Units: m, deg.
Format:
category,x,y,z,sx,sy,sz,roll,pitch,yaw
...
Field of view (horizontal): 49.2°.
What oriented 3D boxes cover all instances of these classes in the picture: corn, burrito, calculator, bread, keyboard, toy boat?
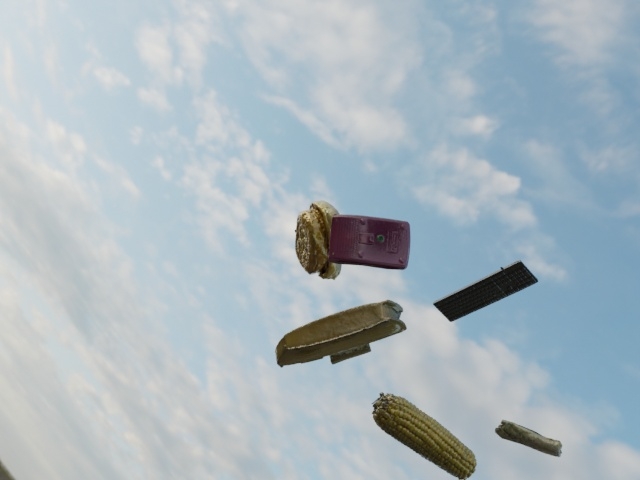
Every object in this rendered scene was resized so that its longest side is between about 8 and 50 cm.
category,x,y,z,sx,sy,sz,roll,pitch,yaw
corn,0.274,0.518,1.862,0.317,0.115,0.115,32,-33,7
burrito,0.534,0.507,1.793,0.171,0.042,0.051,20,-52,24
calculator,0.117,0.001,1.643,0.190,0.127,0.034,5,-20,0
bread,-0.001,-0.002,2.118,0.198,0.120,0.236,-128,-142,-57
keyboard,0.479,0.151,2.057,0.309,0.018,0.101,-31,-66,33
toy boat,0.046,0.226,1.636,0.121,0.321,0.089,62,11,-52
